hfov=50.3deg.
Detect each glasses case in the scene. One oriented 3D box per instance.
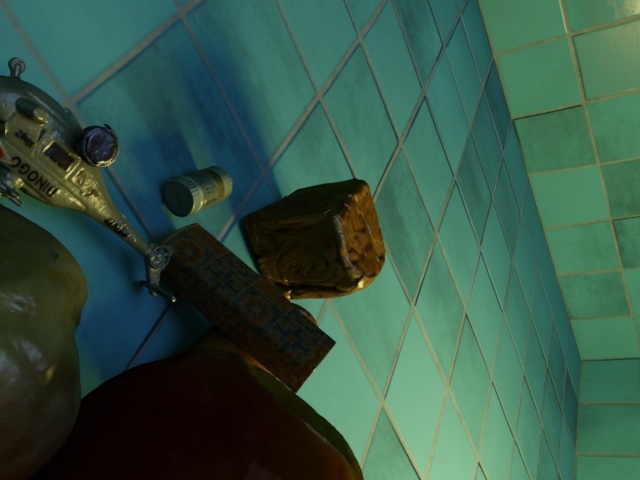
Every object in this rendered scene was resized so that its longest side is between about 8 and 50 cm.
[{"bbox_3d":[-0.085,0.070,0.769,0.218,0.049,0.075,39,34,7],"label":"glasses case"}]

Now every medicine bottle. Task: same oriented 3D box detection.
[{"bbox_3d":[-0.147,-0.060,0.823,0.083,0.047,0.047,-35,113,-58],"label":"medicine bottle"}]

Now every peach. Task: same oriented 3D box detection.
[{"bbox_3d":[-0.273,0.062,0.434,0.235,0.214,0.214,18,66,-34],"label":"peach"},{"bbox_3d":[-0.114,0.263,0.562,0.332,0.308,0.308,-59,145,1],"label":"peach"}]

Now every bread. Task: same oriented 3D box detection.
[{"bbox_3d":[0.000,0.000,0.962,0.143,0.158,0.149,-43,116,-54],"label":"bread"}]

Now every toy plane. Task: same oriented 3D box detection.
[{"bbox_3d":[-0.226,-0.045,0.648,0.108,0.092,0.286,-59,136,-19],"label":"toy plane"}]

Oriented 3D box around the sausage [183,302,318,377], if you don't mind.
[{"bbox_3d":[-0.093,0.142,0.819,0.270,0.109,0.109,-30,109,-58],"label":"sausage"}]
